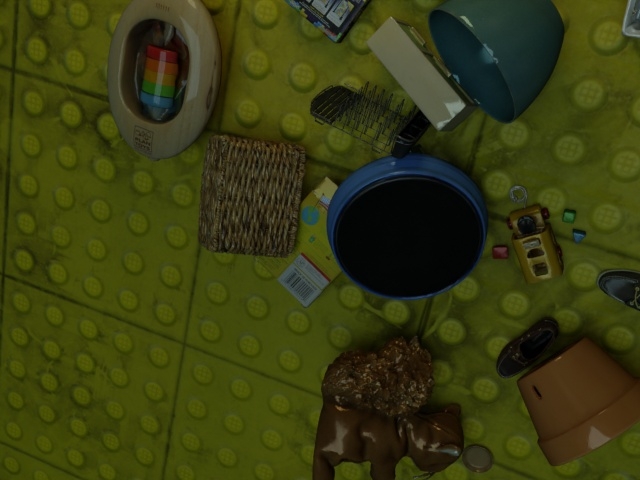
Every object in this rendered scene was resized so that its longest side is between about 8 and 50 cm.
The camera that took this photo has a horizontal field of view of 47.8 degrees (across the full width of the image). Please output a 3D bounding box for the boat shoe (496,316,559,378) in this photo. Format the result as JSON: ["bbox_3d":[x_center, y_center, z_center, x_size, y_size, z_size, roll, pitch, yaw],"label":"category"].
[{"bbox_3d":[0.510,0.274,1.802,0.073,0.073,0.207,37,117,4],"label":"boat shoe"}]

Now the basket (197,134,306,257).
[{"bbox_3d":[-0.186,-0.115,1.873,0.223,0.213,0.299,3,97,-23],"label":"basket"}]

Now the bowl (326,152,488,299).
[{"bbox_3d":[0.207,-0.020,1.736,0.391,0.077,0.391,2,123,3],"label":"bowl"}]

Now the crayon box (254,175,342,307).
[{"bbox_3d":[0.000,0.000,1.891,0.202,0.081,0.318,45,117,2],"label":"crayon box"}]

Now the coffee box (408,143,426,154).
[{"bbox_3d":[0.163,-0.170,1.761,0.184,0.113,0.040,-29,93,27],"label":"coffee box"}]

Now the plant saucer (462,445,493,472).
[{"bbox_3d":[0.428,0.592,1.966,0.083,0.015,0.083,6,110,18],"label":"plant saucer"}]

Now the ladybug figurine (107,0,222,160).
[{"bbox_3d":[-0.386,-0.421,1.848,0.305,0.162,0.449,22,113,11],"label":"ladybug figurine"}]

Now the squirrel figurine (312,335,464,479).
[{"bbox_3d":[0.190,0.455,1.874,0.371,0.281,0.396,6,112,11],"label":"squirrel figurine"}]

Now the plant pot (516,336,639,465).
[{"bbox_3d":[0.603,0.362,1.699,0.291,0.291,0.203,-40,75,26],"label":"plant pot"}]

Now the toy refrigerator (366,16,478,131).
[{"bbox_3d":[0.234,-0.379,1.642,0.094,0.102,0.269,-43,77,26],"label":"toy refrigerator"}]

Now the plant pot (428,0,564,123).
[{"bbox_3d":[0.394,-0.422,1.528,0.195,0.290,0.290,-36,93,0],"label":"plant pot"}]

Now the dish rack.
[{"bbox_3d":[0.120,-0.299,1.690,0.272,0.208,0.074,28,129,11],"label":"dish rack"}]

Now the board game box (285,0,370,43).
[{"bbox_3d":[0.019,-0.577,1.715,0.170,0.048,0.141,42,114,3],"label":"board game box"}]

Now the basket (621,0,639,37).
[{"bbox_3d":[0.708,-0.466,1.472,0.167,0.103,0.113,12,110,15],"label":"basket"}]

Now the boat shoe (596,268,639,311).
[{"bbox_3d":[0.755,0.128,1.667,0.228,0.069,0.081,18,112,14],"label":"boat shoe"}]

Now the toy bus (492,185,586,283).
[{"bbox_3d":[0.500,0.001,1.698,0.202,0.104,0.191,26,114,10],"label":"toy bus"}]
